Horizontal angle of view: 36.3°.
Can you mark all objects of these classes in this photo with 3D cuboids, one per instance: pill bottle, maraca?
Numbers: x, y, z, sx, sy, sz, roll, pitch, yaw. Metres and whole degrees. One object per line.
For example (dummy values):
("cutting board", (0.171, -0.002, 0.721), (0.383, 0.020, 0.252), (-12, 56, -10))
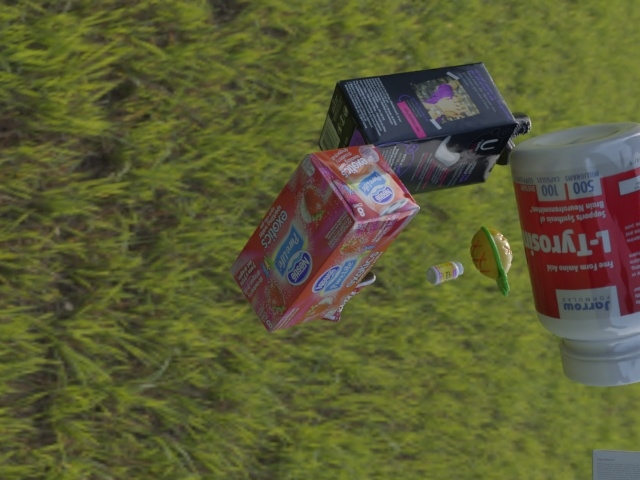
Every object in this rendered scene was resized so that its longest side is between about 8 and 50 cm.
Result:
("pill bottle", (0.290, 0.074, 2.261), (0.083, 0.043, 0.043), (-14, 99, -29))
("maraca", (0.435, 0.050, 2.445), (0.127, 0.099, 0.185), (70, 2, -67))
("pill bottle", (0.459, 0.022, 1.628), (0.229, 0.229, 0.407), (-32, 112, -57))

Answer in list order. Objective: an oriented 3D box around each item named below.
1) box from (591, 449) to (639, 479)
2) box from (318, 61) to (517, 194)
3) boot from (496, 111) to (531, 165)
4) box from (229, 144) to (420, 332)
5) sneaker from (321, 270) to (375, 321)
("box", (0.710, 0.573, 2.215), (0.181, 0.182, 0.119), (72, 24, -45))
("box", (0.155, -0.176, 1.604), (0.271, 0.165, 0.143), (-10, 59, -21))
("boot", (0.398, -0.224, 2.030), (0.198, 0.137, 0.076), (-117, -154, -52))
("box", (0.000, 0.000, 1.335), (0.128, 0.257, 0.122), (-12, 60, -42))
("sneaker", (0.040, 0.094, 1.633), (0.042, 0.119, 0.067), (-113, -174, -59))
